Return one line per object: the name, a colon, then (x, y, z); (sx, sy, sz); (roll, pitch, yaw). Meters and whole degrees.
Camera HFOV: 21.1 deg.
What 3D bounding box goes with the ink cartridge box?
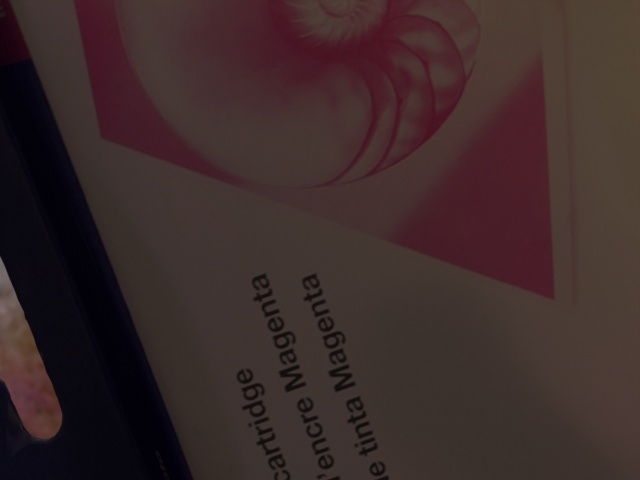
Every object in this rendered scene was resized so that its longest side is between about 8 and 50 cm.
ink cartridge box: (0.000, 0.000, 0.623); (0.071, 0.330, 0.324); (-128, -162, -79)
